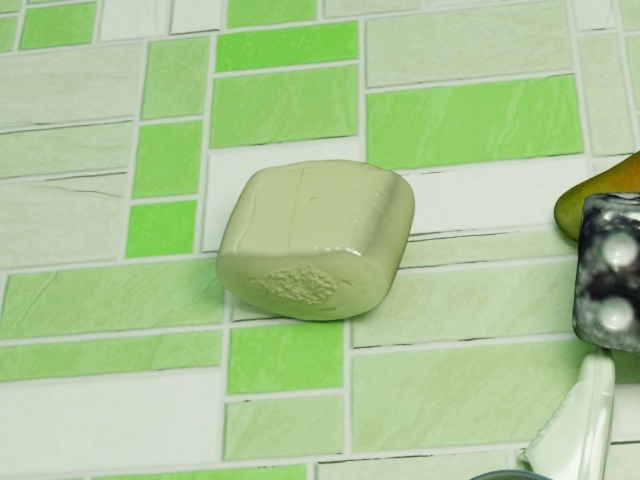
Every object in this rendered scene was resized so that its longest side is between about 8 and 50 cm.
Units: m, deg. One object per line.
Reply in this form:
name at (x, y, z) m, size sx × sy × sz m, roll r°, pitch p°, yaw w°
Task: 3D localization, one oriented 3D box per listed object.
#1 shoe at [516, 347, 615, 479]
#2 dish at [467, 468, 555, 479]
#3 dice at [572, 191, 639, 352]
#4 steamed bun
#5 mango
shoe at (0.290, 0.242, 1.780) m, size 0.110 × 0.095 × 0.265 m, roll 3°, pitch 56°, yaw 14°
dish at (0.241, 0.393, 1.647) m, size 0.273 × 0.134 × 0.273 m, roll -12°, pitch 72°, yaw 41°
dice at (0.402, 0.038, 1.821) m, size 0.183 × 0.181 × 0.182 m, roll 4°, pitch 97°, yaw 12°
steamed bun at (0.000, 0.000, 1.982) m, size 0.250 × 0.154 × 0.200 m, roll 2°, pitch 50°, yaw 20°
mango at (0.455, -0.058, 1.960) m, size 0.289 × 0.129 × 0.146 m, roll -22°, pitch 54°, yaw 5°
